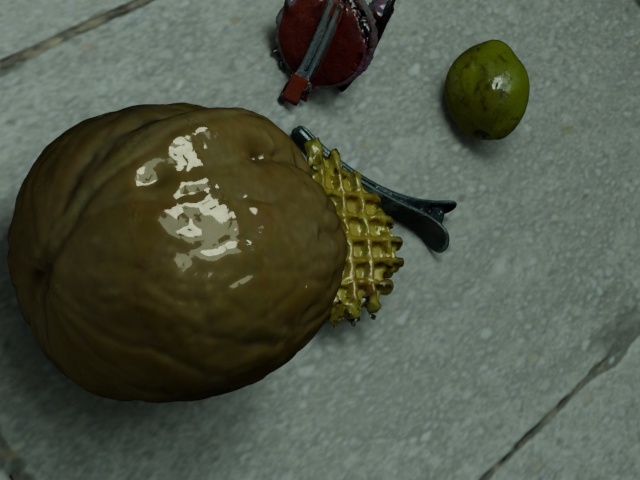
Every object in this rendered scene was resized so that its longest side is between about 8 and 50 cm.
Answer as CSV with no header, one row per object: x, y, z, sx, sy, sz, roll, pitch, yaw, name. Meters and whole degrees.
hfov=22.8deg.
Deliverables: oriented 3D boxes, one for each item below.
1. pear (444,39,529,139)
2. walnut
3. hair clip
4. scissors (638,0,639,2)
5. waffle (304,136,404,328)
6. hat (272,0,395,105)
0.209,-0.188,2.005,0.107,0.107,0.131,23,66,-27,pear
-0.132,0.007,1.512,0.333,0.333,0.333,18,56,-30,walnut
0.062,-0.066,1.868,0.229,0.039,0.070,30,53,-21,hair clip
0.449,-0.410,2.371,0.176,0.022,0.085,33,53,-24,scissors
0.000,0.000,1.764,0.193,0.070,0.197,38,51,-16,waffle
0.035,-0.248,1.919,0.227,0.129,0.140,-32,129,-60,hat
